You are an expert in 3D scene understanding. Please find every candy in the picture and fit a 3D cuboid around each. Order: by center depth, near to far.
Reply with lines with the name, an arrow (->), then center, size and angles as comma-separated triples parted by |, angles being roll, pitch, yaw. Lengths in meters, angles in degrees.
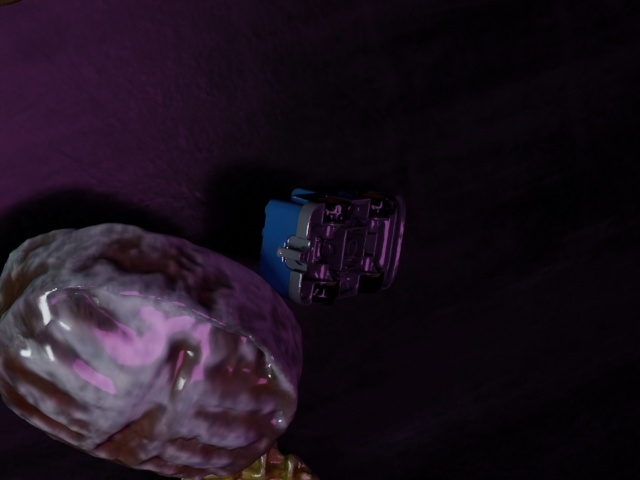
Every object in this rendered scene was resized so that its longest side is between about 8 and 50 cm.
candy -> -0.154, 0.104, 1.370 | 0.289, 0.157, 0.214 | 23, 125, -15

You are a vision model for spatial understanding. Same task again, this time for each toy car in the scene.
toy car -> 0.000, 0.000, 1.458 | 0.191, 0.100, 0.097 | -7, 109, -57

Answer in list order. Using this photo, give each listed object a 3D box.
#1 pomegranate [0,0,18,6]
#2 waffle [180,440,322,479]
pomegranate -> -0.250, -0.325, 1.155 | 0.319, 0.319, 0.319 | -6, 105, -22
waffle -> -0.074, 0.308, 1.531 | 0.204, 0.054, 0.223 | -45, 114, -8
